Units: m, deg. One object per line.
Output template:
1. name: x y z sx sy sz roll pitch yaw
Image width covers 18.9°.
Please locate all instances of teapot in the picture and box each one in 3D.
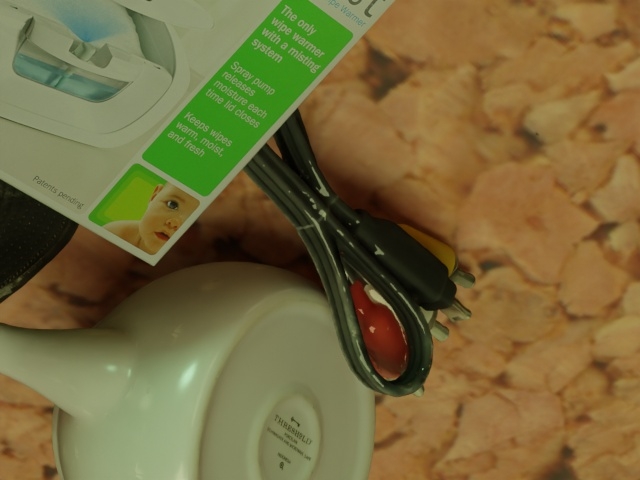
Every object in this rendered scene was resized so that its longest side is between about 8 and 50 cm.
1. teapot: -0.092 0.129 1.323 0.187 0.252 0.256 5 115 36

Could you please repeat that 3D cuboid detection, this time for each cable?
1. cable: 0.000 0.000 1.272 0.287 0.139 0.072 41 147 -27

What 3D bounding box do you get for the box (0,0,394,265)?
1. box: -0.127 -0.152 1.070 0.231 0.127 0.262 -46 131 13

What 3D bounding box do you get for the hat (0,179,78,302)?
1. hat: -0.289 -0.020 1.196 0.331 0.134 0.331 -6 131 -7
